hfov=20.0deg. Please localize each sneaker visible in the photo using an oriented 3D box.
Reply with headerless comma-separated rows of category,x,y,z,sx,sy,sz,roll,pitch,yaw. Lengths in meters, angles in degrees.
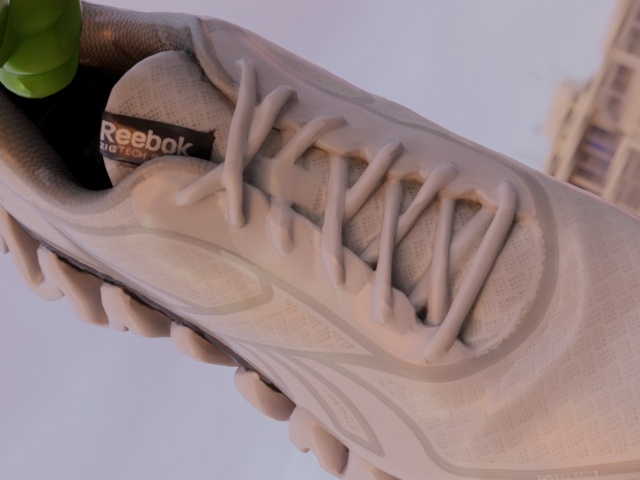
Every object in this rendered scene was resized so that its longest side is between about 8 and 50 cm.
sneaker,0.000,0.000,0.532,0.110,0.292,0.118,-61,-26,-18

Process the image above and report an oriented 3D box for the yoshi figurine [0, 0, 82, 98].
yoshi figurine,-0.173,-0.070,0.475,0.203,0.203,0.362,-57,14,-18
